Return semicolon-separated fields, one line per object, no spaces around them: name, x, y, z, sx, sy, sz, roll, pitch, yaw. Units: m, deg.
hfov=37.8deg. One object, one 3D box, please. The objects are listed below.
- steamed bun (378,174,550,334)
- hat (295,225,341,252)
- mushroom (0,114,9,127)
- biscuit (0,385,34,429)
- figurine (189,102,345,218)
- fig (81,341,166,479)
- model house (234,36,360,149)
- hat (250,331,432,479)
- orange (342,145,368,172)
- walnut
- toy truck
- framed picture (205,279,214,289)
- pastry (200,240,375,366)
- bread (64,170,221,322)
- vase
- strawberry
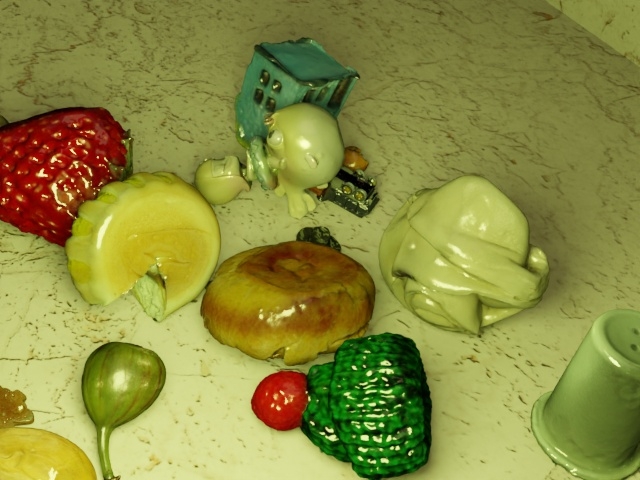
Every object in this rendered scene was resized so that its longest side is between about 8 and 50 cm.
steamed bun;0.284;0.058;2.005;0.342;0.368;0.255;48;66;-15
hat;0.000;0.000;2.190;0.121;0.050;0.121;9;42;-8
mushroom;-0.811;-0.197;2.100;0.255;0.184;0.254;-21;39;18
biscuit;-0.586;0.314;1.683;0.119;0.019;0.130;32;43;21
figurine;-0.127;-0.160;2.225;0.394;0.274;0.226;-18;23;8
fig;-0.376;0.311;1.697;0.151;0.151;0.259;13;67;0
model house;-0.082;-0.349;2.399;0.215;0.303;0.237;44;38;22
hat;0.037;0.313;1.737;0.332;0.242;0.274;-8;22;12
orange;0.083;-0.213;2.456;0.086;0.062;0.086;5;41;-5
walnut;-0.470;0.400;1.496;0.226;0.193;0.193;7;39;9
toy truck;0.054;-0.135;2.337;0.192;0.092;0.083;30;42;7
framed picture;-0.120;0.127;2.038;0.231;0.010;0.173;-10;45;-26
pastry;-0.063;0.120;1.896;0.356;0.163;0.356;-1;24;0
bread;-0.361;0.002;1.911;0.333;0.333;0.160;-24;27;-36
vase;0.572;0.290;1.820;0.245;0.291;0.245;9;39;-8
strawberry;-0.581;-0.131;2.014;0.345;0.317;0.295;1;5;-8
